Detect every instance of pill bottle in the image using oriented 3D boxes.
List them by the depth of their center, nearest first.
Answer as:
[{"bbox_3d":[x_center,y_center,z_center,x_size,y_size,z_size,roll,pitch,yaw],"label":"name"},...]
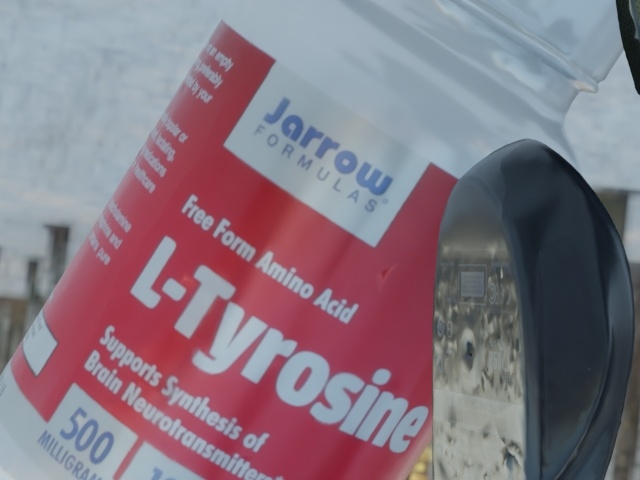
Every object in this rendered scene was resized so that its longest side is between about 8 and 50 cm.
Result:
[{"bbox_3d":[0.000,0.000,1.002,0.229,0.408,0.229,32,-174,-4],"label":"pill bottle"}]

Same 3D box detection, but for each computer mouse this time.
[{"bbox_3d":[0.054,0.097,0.427,0.041,0.242,0.071,1,-178,-16],"label":"computer mouse"}]

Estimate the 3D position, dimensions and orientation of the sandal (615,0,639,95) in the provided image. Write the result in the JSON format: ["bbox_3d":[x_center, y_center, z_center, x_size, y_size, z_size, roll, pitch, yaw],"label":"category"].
[{"bbox_3d":[0.210,-0.018,0.685,0.086,0.303,0.120,-37,-170,-3],"label":"sandal"}]
